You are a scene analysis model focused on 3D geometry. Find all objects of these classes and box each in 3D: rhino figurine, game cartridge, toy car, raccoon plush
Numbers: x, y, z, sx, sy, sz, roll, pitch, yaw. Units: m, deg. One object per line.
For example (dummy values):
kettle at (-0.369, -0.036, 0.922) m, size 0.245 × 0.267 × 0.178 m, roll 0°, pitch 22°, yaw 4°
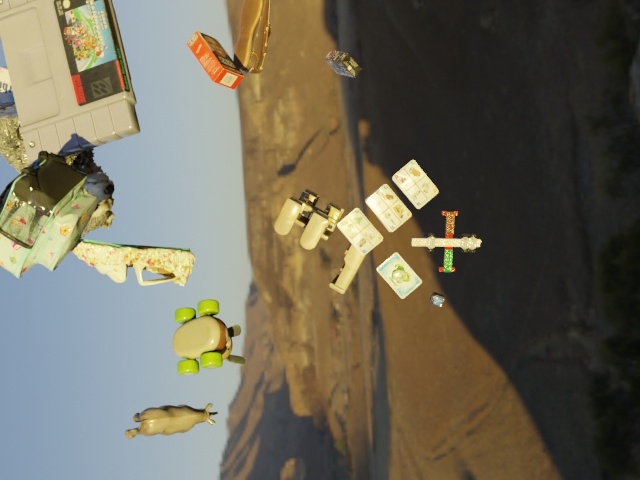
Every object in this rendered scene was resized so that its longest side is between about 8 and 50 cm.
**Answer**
rhino figurine at (-0.349, 0.438, 2.137) m, size 0.106 × 0.243 × 0.073 m, roll -28°, pitch 67°, yaw 45°
game cartridge at (-0.481, -0.343, 1.647) m, size 0.068 × 0.230 × 0.355 m, roll 12°, pitch -118°, yaw -74°
toy car at (-0.244, 0.242, 2.084) m, size 0.188 × 0.148 × 0.155 m, roll 20°, pitch -122°, yaw -50°
raccoon plush at (-0.629, -0.171, 1.993) m, size 0.446 × 0.216 × 0.299 m, roll 18°, pitch 123°, yaw 46°

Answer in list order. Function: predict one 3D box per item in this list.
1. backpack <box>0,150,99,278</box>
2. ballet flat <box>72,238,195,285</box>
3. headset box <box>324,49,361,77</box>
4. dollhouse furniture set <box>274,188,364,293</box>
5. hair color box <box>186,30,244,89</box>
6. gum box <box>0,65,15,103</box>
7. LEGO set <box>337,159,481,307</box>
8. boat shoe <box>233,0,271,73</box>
backpack at (-0.468, -0.030, 1.444) m, size 0.188 × 0.144 × 0.166 m, roll -44°, pitch 16°, yaw 25°
ballet flat at (-0.343, 0.044, 1.615) m, size 0.091 × 0.240 × 0.077 m, roll -10°, pitch 76°, yaw 59°
headset box at (0.053, -0.444, 2.189) m, size 0.062 × 0.032 × 0.083 m, roll 42°, pitch 171°, yaw -38°
dollhouse furniture set at (0.000, 0.000, 2.240) m, size 0.161 × 0.242 × 0.212 m, roll -62°, pitch -5°, yaw 14°
hair color box at (-0.238, -0.408, 1.971) m, size 0.072 × 0.043 × 0.141 m, roll 11°, pitch -143°, yaw -53°
gum box at (-0.762, -0.377, 2.257) m, size 0.062 × 0.188 × 0.107 m, roll -11°, pitch -62°, yaw -55°
LEGO set at (0.173, 0.000, 1.585) m, size 0.244 × 0.182 × 0.060 m, roll 48°, pitch -176°, yaw -10°
boat shoe at (-0.156, -0.508, 2.110) m, size 0.073 × 0.073 × 0.207 m, roll 26°, pitch 105°, yaw 46°
